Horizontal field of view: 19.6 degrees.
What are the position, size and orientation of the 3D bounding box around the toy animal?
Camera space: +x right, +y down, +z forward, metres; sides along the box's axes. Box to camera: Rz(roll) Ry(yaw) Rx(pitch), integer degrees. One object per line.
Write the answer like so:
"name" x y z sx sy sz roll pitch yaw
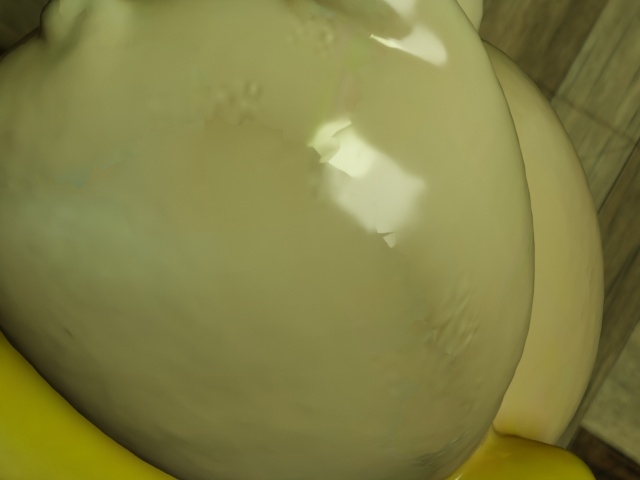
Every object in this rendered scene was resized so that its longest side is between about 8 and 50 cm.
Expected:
"toy animal" -0.021 -0.003 0.703 0.247 0.278 0.345 -65 144 -37
